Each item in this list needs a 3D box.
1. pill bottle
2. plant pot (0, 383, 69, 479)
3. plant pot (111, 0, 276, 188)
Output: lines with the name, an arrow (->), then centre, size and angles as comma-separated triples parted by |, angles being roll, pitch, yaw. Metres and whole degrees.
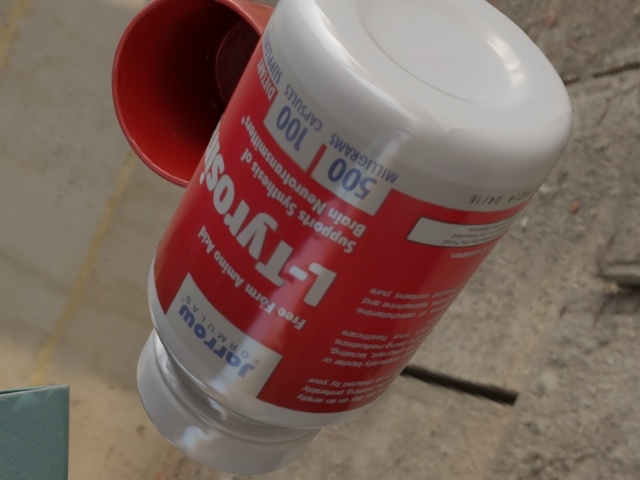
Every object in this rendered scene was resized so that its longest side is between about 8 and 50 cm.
pill bottle -> 0.000, 0.000, 0.931 | 0.229, 0.229, 0.407 | -88, 23, -50
plant pot -> -0.460, 0.321, 1.431 | 0.248, 0.247, 0.252 | -10, 86, 40
plant pot -> -0.121, -0.229, 1.682 | 0.275, 0.275, 0.243 | -56, -12, 26
